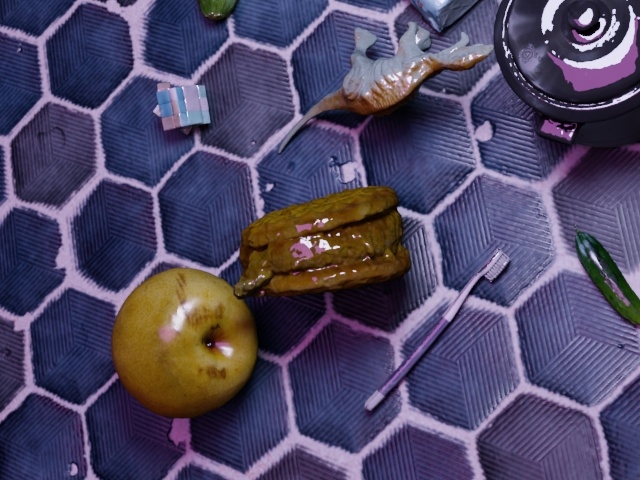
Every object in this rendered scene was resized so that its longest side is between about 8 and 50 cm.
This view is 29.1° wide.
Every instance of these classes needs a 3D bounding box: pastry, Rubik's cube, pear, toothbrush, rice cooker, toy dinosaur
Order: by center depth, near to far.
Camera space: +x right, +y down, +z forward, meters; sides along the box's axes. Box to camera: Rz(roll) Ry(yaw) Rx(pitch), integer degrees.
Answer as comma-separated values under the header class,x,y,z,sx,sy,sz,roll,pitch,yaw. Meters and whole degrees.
class,x,y,z,sx,sy,sz,roll,pitch,yaw
rice cooker,0.353,-0.249,1.577,0.241,0.227,0.280,23,88,23
pastry,0.000,0.000,1.661,0.235,0.240,0.132,-7,91,5
toothbrush,0.158,0.125,1.686,0.026,0.024,0.288,41,94,9
toy dinosaur,0.072,-0.226,1.717,0.393,0.092,0.205,-23,33,28
pear,-0.195,0.143,1.723,0.209,0.209,0.208,-4,77,20
Rubik's cube,-0.212,-0.200,1.872,0.073,0.084,0.075,-7,78,42

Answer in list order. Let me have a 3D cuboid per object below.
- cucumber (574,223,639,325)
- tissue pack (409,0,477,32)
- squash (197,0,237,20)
class,x,y,z,sx,sy,sz,roll,pitch,yaw
cucumber,0.374,0.047,1.610,0.039,0.039,0.168,-36,71,11
tissue pack,0.148,-0.451,1.761,0.177,0.089,0.263,-41,74,1
squash,-0.134,-0.442,1.893,0.077,0.068,0.219,22,88,39
